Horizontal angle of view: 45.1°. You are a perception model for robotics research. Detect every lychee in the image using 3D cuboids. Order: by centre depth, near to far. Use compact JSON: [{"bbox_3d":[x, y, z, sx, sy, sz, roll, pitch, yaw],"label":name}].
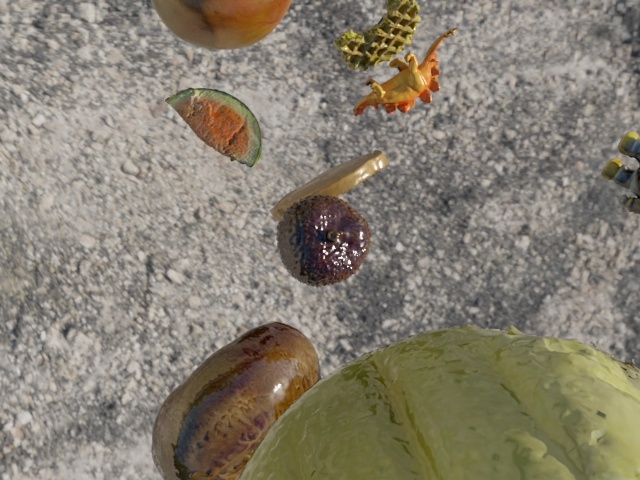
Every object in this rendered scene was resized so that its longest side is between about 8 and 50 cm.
[{"bbox_3d":[-0.002,0.000,1.512,0.195,0.194,0.194,-9,110,-28],"label":"lychee"}]

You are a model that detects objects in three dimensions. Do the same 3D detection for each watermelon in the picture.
[{"bbox_3d":[-0.190,-0.222,1.487,0.119,0.245,0.063,-38,157,-30],"label":"watermelon"}]

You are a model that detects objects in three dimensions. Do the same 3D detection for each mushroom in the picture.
[{"bbox_3d":[-0.098,0.212,0.963,0.253,0.153,0.253,-50,168,-15],"label":"mushroom"}]

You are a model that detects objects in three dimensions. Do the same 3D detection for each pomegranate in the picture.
[{"bbox_3d":[-0.207,-0.533,1.522,0.319,0.319,0.319,-9,110,-28],"label":"pomegranate"}]

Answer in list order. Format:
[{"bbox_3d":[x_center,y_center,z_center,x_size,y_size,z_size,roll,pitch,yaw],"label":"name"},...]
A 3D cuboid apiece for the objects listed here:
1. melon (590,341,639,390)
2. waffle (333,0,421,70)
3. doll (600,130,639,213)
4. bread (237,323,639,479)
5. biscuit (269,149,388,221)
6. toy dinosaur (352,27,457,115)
[{"bbox_3d":[0.297,0.278,0.936,0.223,0.223,0.316,19,98,-33],"label":"melon"},{"bbox_3d":[0.125,-0.445,1.642,0.194,0.051,0.149,-29,144,7],"label":"waffle"},{"bbox_3d":[0.539,-0.037,1.088,0.145,0.316,0.103,-53,147,12],"label":"doll"},{"bbox_3d":[0.090,0.194,0.471,0.320,0.320,0.237,-47,111,-10],"label":"bread"},{"bbox_3d":[0.011,-0.141,1.980,0.312,0.351,0.057,-29,97,-6],"label":"biscuit"},{"bbox_3d":[0.195,-0.341,1.663,0.288,0.070,0.117,-32,113,22],"label":"toy dinosaur"}]
